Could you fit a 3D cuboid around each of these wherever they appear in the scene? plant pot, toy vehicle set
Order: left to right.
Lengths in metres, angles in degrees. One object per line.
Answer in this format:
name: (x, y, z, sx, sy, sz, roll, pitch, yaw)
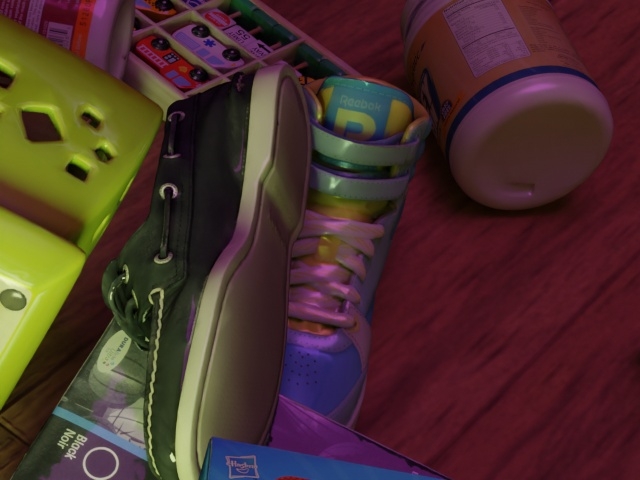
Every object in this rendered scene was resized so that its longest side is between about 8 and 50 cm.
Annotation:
plant pot: (-0.264, -0.009, 1.208, 0.227, 0.228, 0.207, 27, 35, -12)
plant pot: (-0.208, -0.080, 1.466, 0.079, 0.083, 0.083, 24, 40, 25)
toy vehicle set: (-0.099, -0.165, 1.620, 0.267, 0.035, 0.166, 38, 45, 23)

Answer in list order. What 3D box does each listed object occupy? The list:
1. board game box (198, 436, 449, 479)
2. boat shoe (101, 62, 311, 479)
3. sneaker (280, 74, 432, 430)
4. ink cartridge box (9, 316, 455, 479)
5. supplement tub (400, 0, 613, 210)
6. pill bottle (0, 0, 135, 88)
board game box: (0.056, 0.264, 0.994, 0.302, 0.308, 0.086, 11, 40, -7)
boat shoe: (-0.087, 0.022, 1.201, 0.113, 0.127, 0.340, -3, 55, 17)
sneaker: (0.000, 0.000, 1.341, 0.127, 0.208, 0.319, 13, 44, -4)
ink cartridge box: (-0.031, 0.192, 1.196, 0.333, 0.065, 0.165, 25, 60, 8)
supplement tub: (0.156, -0.139, 1.595, 0.144, 0.144, 0.199, -2, 44, -20)
pill bottle: (-0.273, -0.183, 1.511, 0.221, 0.121, 0.121, 11, 41, 3)
